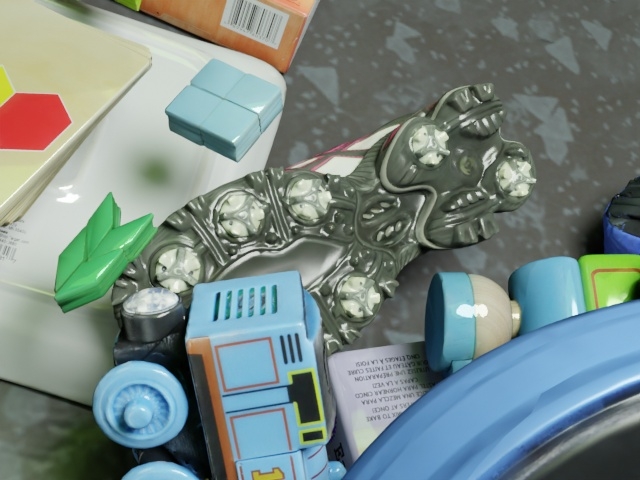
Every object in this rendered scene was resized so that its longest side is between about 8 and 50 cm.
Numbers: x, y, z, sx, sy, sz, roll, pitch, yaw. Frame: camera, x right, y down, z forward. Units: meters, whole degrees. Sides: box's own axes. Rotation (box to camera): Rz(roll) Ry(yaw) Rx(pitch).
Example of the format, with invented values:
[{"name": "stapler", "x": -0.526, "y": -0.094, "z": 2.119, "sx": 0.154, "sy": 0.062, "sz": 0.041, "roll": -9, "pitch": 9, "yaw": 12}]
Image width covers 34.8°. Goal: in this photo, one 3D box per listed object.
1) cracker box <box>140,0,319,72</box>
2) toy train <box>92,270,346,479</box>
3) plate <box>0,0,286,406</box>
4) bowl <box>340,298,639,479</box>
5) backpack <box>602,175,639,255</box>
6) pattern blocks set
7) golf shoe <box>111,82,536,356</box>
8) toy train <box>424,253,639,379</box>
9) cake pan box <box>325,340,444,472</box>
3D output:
[{"name": "cracker box", "x": -0.054, "y": -0.250, "z": 0.755, "sx": 0.156, "sy": 0.067, "sz": 0.232, "roll": 23, "pitch": 54, "yaw": -4}, {"name": "toy train", "x": -0.041, "y": 0.105, "z": 0.482, "sx": 0.105, "sy": 0.184, "sz": 0.080, "roll": -8, "pitch": 19, "yaw": 2}, {"name": "plate", "x": -0.171, "y": -0.054, "z": 0.608, "sx": 0.277, "sy": 0.045, "sz": 0.278, "roll": 18, "pitch": 56, "yaw": -8}, {"name": "bowl", "x": 0.168, "y": 0.217, "z": 0.413, "sx": 0.392, "sy": 0.077, "sz": 0.390, "roll": 0, "pitch": 92, "yaw": -6}, {"name": "backpack", "x": 0.250, "y": 0.011, "z": 0.683, "sx": 0.120, "sy": 0.101, "sz": 0.098, "roll": 23, "pitch": 43, "yaw": 36}, {"name": "pattern blocks set", "x": -0.200, "y": -0.085, "z": 0.552, "sx": 0.325, "sy": 0.026, "sz": 0.285, "roll": 35, "pitch": 63, "yaw": 22}, {"name": "golf shoe", "x": 0.000, "y": 0.000, "z": 0.596, "sx": 0.273, "sy": 0.120, "sz": 0.105, "roll": -25, "pitch": 96, "yaw": -27}, {"name": "toy train", "x": 0.131, "y": 0.124, "z": 0.501, "sx": 0.144, "sy": 0.105, "sz": 0.247, "roll": -1, "pitch": 66, "yaw": -1}, {"name": "cake pan box", "x": 0.144, "y": 0.168, "z": 0.567, "sx": 0.267, "sy": 0.070, "sz": 0.245, "roll": -3, "pitch": 63, "yaw": -21}]
